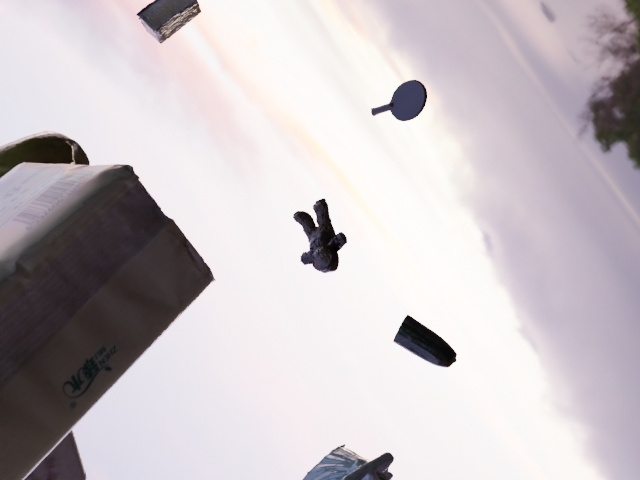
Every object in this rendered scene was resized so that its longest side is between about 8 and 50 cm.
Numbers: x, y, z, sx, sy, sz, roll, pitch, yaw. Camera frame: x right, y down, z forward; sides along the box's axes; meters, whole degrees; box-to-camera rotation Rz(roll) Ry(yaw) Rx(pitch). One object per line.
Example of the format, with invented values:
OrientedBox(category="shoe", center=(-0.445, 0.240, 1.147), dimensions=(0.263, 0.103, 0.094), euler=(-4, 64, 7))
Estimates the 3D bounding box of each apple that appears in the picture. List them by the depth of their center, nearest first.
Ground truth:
OrientedBox(category="apple", center=(-0.503, -0.054, 1.550), dimensions=(0.279, 0.279, 0.279), euler=(48, -163, -20))

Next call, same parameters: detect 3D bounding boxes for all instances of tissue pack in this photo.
OrientedBox(category="tissue pack", center=(-0.356, 0.092, 1.001), dimensions=(0.297, 0.380, 0.207), euler=(8, 137, 48))

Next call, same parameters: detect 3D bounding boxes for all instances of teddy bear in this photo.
OrientedBox(category="teddy bear", center=(0.004, 0.000, 1.942), dimensions=(0.078, 0.119, 0.161), euler=(27, -138, -56))

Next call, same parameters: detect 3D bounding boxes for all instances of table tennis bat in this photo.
OrientedBox(category="table tennis bat", center=(0.168, -0.357, 2.241), dimensions=(0.119, 0.169, 0.108), euler=(17, -113, -48))

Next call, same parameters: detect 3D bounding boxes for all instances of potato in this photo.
OrientedBox(category="potato", center=(-0.302, -0.461, 1.809), dimensions=(0.061, 0.122, 0.086), euler=(52, 177, 7))

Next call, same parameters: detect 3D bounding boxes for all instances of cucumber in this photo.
OrientedBox(category="cucumber", center=(0.159, 0.158, 1.350), dimensions=(0.105, 0.048, 0.048), euler=(34, -163, 1))

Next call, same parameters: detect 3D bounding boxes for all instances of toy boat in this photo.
OrientedBox(category="toy boat", center=(0.023, 0.423, 1.459), dimensions=(0.199, 0.290, 0.100), euler=(-24, -119, -38))

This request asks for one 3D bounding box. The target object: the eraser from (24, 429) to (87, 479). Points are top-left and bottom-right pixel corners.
OrientedBox(category="eraser", center=(-0.447, 0.279, 1.285), dimensions=(0.095, 0.174, 0.270), euler=(41, 144, 44))
